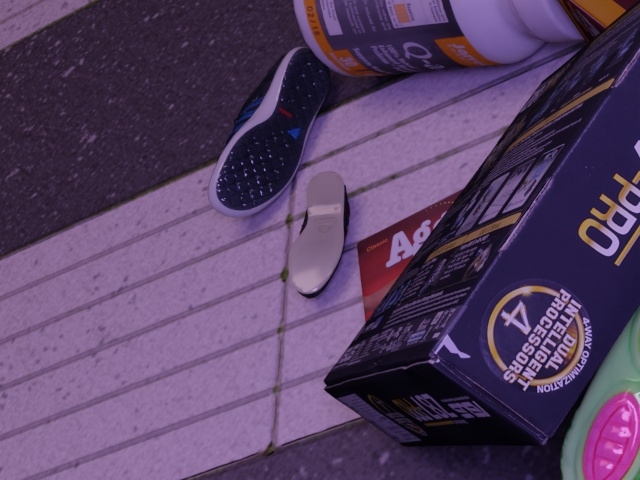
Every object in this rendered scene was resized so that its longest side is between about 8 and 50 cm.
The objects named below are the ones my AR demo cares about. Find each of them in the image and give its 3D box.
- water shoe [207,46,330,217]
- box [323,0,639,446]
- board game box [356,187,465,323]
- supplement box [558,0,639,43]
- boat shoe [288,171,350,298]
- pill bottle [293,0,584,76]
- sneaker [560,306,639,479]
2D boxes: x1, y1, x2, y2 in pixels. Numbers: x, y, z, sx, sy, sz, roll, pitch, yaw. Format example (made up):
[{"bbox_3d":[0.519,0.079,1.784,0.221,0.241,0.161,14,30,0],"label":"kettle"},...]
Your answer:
[{"bbox_3d":[-0.055,-0.100,1.620,0.203,0.073,0.080,-59,18,-24],"label":"water shoe"},{"bbox_3d":[0.150,-0.011,1.102,0.318,0.097,0.395,-56,2,-12],"label":"box"},{"bbox_3d":[0.159,-0.002,1.351,0.281,0.027,0.145,-28,39,20],"label":"board game box"},{"bbox_3d":[0.323,-0.196,1.298,0.194,0.129,0.191,-41,38,4],"label":"supplement box"},{"bbox_3d":[0.002,0.000,1.483,0.048,0.042,0.133,1,53,12],"label":"boat shoe"},{"bbox_3d":[0.122,-0.238,1.494,0.278,0.162,0.162,1,56,43],"label":"pill bottle"},{"bbox_3d":[0.331,0.027,1.029,0.185,0.202,0.483,43,68,12],"label":"sneaker"}]
